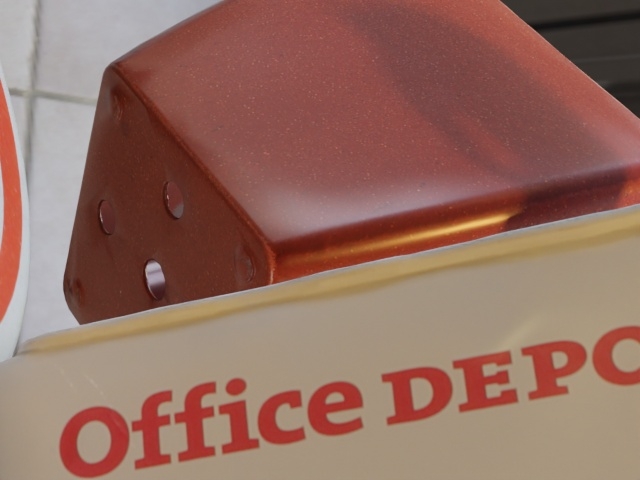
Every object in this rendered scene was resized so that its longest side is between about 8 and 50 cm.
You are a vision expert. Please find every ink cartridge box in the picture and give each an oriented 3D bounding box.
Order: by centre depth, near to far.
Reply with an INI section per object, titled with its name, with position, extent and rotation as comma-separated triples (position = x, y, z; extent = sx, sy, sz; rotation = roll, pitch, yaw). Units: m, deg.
[ink cartridge box]
position = 0.047, 0.166, 0.343
extent = 0.129, 0.223, 0.307
rotation = 36, 44, -65

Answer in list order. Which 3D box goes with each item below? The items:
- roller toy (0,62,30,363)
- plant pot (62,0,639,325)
[roller toy]
position = -0.189, -0.023, 0.414
extent = 0.209, 0.146, 0.191
rotation = -18, 97, -83
[plant pot]
position = 0.000, 0.000, 0.796
extent = 0.236, 0.267, 0.267
rotation = -12, 136, -35
